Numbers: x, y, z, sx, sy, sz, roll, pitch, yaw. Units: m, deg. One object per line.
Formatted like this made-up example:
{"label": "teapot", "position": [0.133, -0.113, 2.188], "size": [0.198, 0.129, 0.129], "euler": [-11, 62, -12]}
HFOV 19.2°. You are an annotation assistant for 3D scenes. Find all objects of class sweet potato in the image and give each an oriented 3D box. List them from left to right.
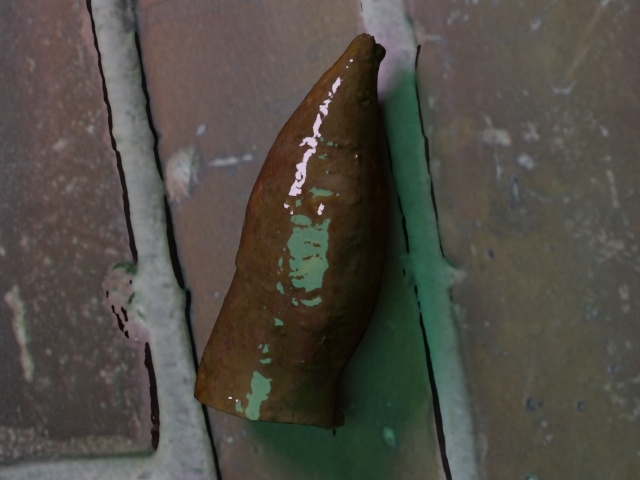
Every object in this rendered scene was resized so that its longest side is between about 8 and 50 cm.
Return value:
{"label": "sweet potato", "position": [-0.003, -0.001, 1.529], "size": [0.131, 0.131, 0.337], "euler": [22, 107, 13]}
